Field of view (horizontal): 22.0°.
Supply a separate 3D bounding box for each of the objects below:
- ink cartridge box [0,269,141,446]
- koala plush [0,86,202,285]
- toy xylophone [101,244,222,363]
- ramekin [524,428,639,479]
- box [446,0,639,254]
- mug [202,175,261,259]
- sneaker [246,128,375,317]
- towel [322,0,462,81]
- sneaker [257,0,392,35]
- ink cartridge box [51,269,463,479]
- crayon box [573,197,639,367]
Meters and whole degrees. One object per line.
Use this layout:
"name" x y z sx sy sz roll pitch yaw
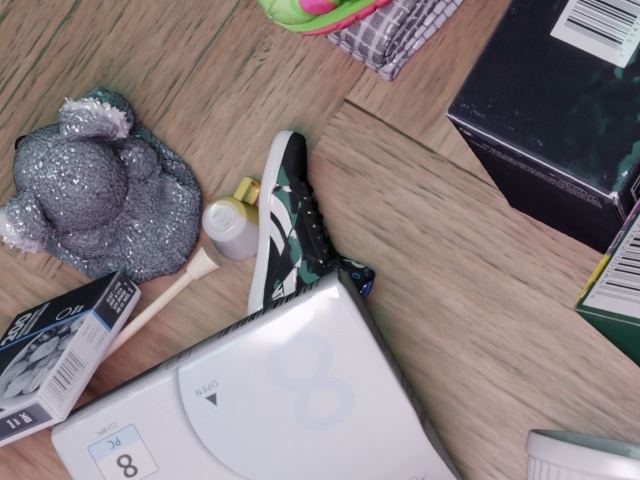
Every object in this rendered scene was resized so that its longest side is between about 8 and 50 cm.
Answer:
"ink cartridge box" -0.296 0.132 1.628 0.208 0.206 0.045 -26 113 31
"koala plush" -0.235 -0.057 1.665 0.203 0.221 0.196 36 87 19
"toy xylophone" -0.107 0.158 1.613 0.236 0.081 0.322 42 100 -2
"ramekin" 0.279 0.242 1.474 0.207 0.207 0.109 10 89 17
"box" 0.285 -0.157 1.514 0.183 0.294 0.296 29 85 23
"mug" -0.093 -0.024 1.704 0.062 0.064 0.078 -9 75 13
"sneaker" 0.000 0.000 1.669 0.121 0.079 0.216 7 90 12
"towel" 0.065 -0.343 1.709 0.235 0.121 0.283 37 88 19
"sneaker" 0.123 -0.390 1.561 0.483 0.185 0.202 -32 81 -4
"ink cartridge box" -0.022 0.264 1.533 0.308 0.091 0.385 -29 94 7
"crayon box" 0.432 0.003 1.416 0.363 0.313 0.106 -56 27 -10
